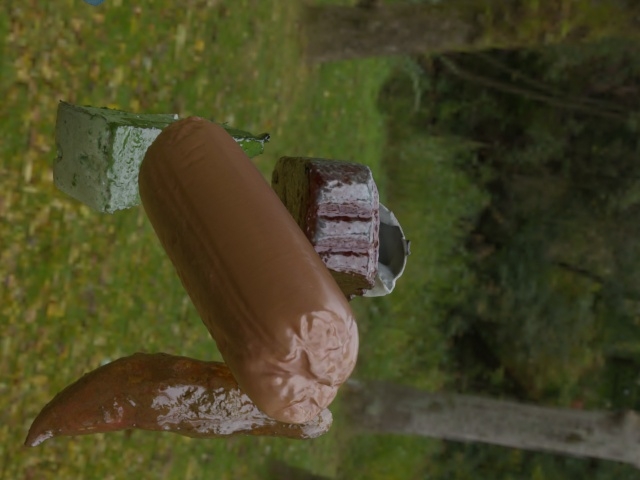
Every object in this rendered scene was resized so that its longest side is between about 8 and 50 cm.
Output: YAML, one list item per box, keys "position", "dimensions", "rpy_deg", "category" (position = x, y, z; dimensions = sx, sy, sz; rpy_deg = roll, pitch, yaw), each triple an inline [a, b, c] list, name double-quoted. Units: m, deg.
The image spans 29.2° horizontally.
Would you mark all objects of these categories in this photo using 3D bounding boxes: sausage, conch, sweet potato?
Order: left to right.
- position: [-0.160, 0.181, 1.416]
  dimensions: [0.095, 0.354, 0.106]
  rpy_deg: [170, -80, -81]
  category: "sweet potato"
- position: [-0.054, 0.007, 0.798]
  dimensions: [0.289, 0.086, 0.086]
  rpy_deg: [-125, -148, -53]
  category: "sausage"
- position: [0.008, -0.002, 2.003]
  dimensions: [0.183, 0.275, 0.149]
  rpy_deg: [-49, 176, -13]
  category: "conch"

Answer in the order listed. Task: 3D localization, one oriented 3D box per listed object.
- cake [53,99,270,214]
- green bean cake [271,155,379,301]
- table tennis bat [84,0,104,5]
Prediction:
- position: [-0.169, -0.086, 1.322]
  dimensions: [0.235, 0.100, 0.099]
  rpy_deg: [-1, 110, -49]
  category: "cake"
- position: [0.000, 0.000, 1.419]
  dimensions: [0.232, 0.097, 0.199]
  rpy_deg: [-175, -92, -76]
  category: "green bean cake"
- position: [-0.061, -0.149, 0.570]
  dimensions: [0.100, 0.155, 0.019]
  rpy_deg: [8, 67, -50]
  category: "table tennis bat"
